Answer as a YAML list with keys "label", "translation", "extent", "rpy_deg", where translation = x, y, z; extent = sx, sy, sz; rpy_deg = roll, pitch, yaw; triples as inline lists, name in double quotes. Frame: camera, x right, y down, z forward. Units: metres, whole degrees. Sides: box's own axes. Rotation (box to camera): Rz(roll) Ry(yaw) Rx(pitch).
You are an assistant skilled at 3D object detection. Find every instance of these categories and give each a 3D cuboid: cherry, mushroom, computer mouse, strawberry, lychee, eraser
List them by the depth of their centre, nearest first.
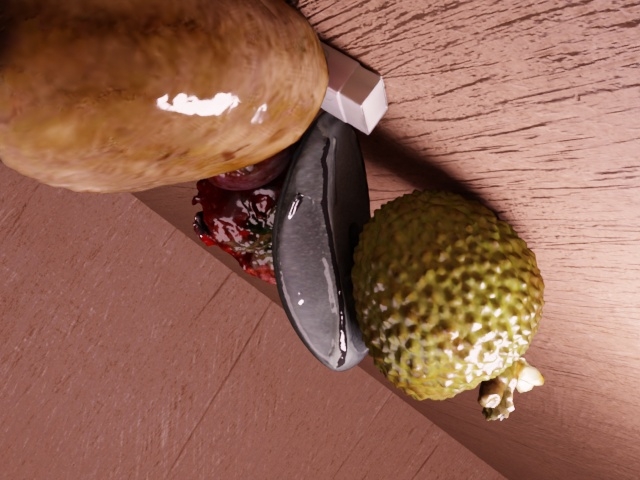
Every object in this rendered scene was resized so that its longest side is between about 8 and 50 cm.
- label: "mushroom"
  translation: [-0.186, -0.172, 1.350]
  extent: [0.314, 0.224, 0.397]
  rpy_deg: [-3, 178, 15]
- label: "eraser"
  translation: [-0.024, -0.220, 1.560]
  extent: [0.225, 0.052, 0.095]
  rpy_deg: [33, 169, 16]
- label: "lychee"
  translation: [0.174, 0.086, 1.674]
  extent: [0.320, 0.270, 0.270]
  rpy_deg: [56, 175, 15]
- label: "computer mouse"
  translation: [-0.004, 0.000, 1.732]
  extent: [0.114, 0.374, 0.203]
  rpy_deg: [0, -169, 22]
- label: "cherry"
  translation: [-0.124, -0.169, 1.774]
  extent: [0.192, 0.175, 0.250]
  rpy_deg: [47, 169, -11]
- label: "strawberry"
  translation: [-0.062, -0.060, 1.969]
  extent: [0.274, 0.220, 0.274]
  rpy_deg: [9, 134, 9]
